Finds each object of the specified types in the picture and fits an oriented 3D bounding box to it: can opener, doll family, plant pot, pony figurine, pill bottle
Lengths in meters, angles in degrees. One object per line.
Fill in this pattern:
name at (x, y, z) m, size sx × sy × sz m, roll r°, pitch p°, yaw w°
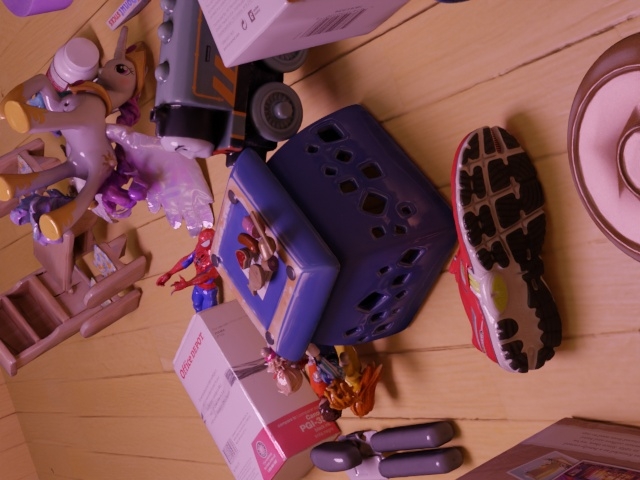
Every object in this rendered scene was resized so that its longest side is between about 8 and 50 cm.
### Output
can opener at (0.091, 0.307, 1.458) m, size 0.280 × 0.093 × 0.074 m, roll -24°, pitch 86°, yaw 54°
doll family at (0.012, 0.164, 1.420) m, size 0.263 × 0.118 × 0.163 m, roll 46°, pitch -157°, yaw -60°
plant pot at (0.313, -0.074, 0.953) m, size 0.236 × 0.032 × 0.236 m, roll 32°, pitch 132°, yaw 44°
plant pot at (0.000, 0.000, 1.304) m, size 0.236 × 0.212 × 0.236 m, roll 54°, pitch 145°, yaw 26°
pony figurine at (-0.368, -0.142, 1.701) m, size 0.302 × 0.363 × 0.351 m, roll 3°, pitch 117°, yaw 28°
pill bottle at (-0.473, -0.324, 1.971) m, size 0.152 × 0.086 × 0.086 m, roll -35°, pitch 77°, yaw 57°

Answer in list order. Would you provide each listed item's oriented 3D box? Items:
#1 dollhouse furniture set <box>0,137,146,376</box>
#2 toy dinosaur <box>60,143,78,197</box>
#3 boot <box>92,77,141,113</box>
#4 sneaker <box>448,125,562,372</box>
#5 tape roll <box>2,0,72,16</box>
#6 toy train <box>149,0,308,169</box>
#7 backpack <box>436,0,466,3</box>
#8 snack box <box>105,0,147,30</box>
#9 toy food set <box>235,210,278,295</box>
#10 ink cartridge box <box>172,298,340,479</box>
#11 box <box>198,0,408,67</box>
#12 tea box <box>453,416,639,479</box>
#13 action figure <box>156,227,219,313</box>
dollhouse furniture set at (-0.587, 0.071, 2.146) m, size 0.362 × 0.256 × 0.394 m, roll 47°, pitch 148°, yaw 16°
toy dinosaur at (-0.525, -0.114, 2.218) m, size 0.092 × 0.053 × 0.183 m, roll -144°, pitch 51°, yaw -64°
boot at (-0.387, -0.265, 1.900) m, size 0.190 × 0.086 × 0.069 m, roll -8°, pitch 93°, yaw 30°
sneaker at (0.180, 0.012, 1.143) m, size 0.118 × 0.107 × 0.279 m, roll 15°, pitch 117°, yaw 64°
tape roll at (-0.562, -0.571, 1.969) m, size 0.275 × 0.090 × 0.275 m, roll 34°, pitch 134°, yaw 44°
toy train at (-0.120, -0.255, 1.311) m, size 0.142 × 0.190 × 0.334 m, roll 1°, pitch 85°, yaw 58°
backpack at (0.130, -0.305, 0.971) m, size 0.117 × 0.173 × 0.158 m, roll 32°, pitch 133°, yaw 45°
snack box at (-0.292, -0.393, 1.674) m, size 0.022 × 0.064 × 0.178 m, roll 53°, pitch 150°, yaw -10°
toy food set at (-0.074, 0.010, 1.204) m, size 0.078 × 0.019 × 0.122 m, roll 63°, pitch 156°, yaw 13°
ink cartridge box at (-0.114, 0.260, 1.711) m, size 0.283 × 0.117 × 0.207 m, roll 57°, pitch 146°, yaw 20°
box at (-0.050, -0.401, 1.157) m, size 0.168 × 0.215 × 0.345 m, roll -28°, pitch 83°, yaw 58°
tea box at (0.322, 0.375, 1.007) m, size 0.329 × 0.220 × 0.324 m, roll -2°, pitch 106°, yaw 57°
action figure at (-0.230, 0.102, 1.792) m, size 0.091 × 0.139 × 0.280 m, roll 42°, pitch 136°, yaw 36°
